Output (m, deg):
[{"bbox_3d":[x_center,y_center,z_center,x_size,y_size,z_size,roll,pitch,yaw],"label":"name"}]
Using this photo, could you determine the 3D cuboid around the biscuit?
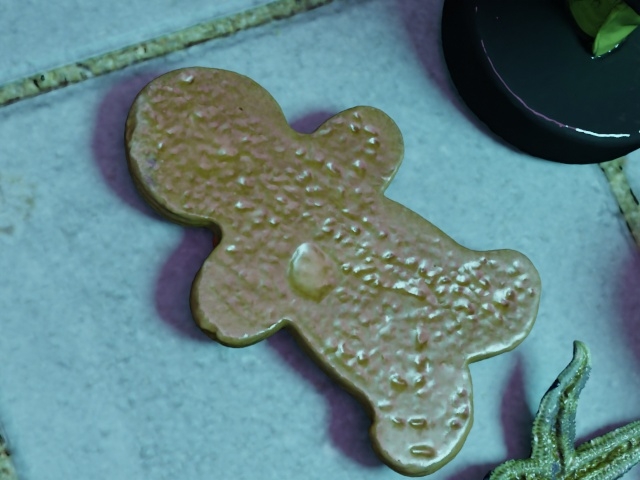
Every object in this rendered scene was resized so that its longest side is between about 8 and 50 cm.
[{"bbox_3d":[-0.001,0.001,1.016,0.324,0.049,0.205,37,71,-4],"label":"biscuit"}]

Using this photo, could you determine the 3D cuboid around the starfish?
[{"bbox_3d":[0.186,0.183,1.017,0.176,0.053,0.208,46,71,-10],"label":"starfish"}]

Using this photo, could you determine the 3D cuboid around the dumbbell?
[{"bbox_3d":[0.220,-0.186,0.965,0.204,0.322,0.203,3,77,-13],"label":"dumbbell"}]
